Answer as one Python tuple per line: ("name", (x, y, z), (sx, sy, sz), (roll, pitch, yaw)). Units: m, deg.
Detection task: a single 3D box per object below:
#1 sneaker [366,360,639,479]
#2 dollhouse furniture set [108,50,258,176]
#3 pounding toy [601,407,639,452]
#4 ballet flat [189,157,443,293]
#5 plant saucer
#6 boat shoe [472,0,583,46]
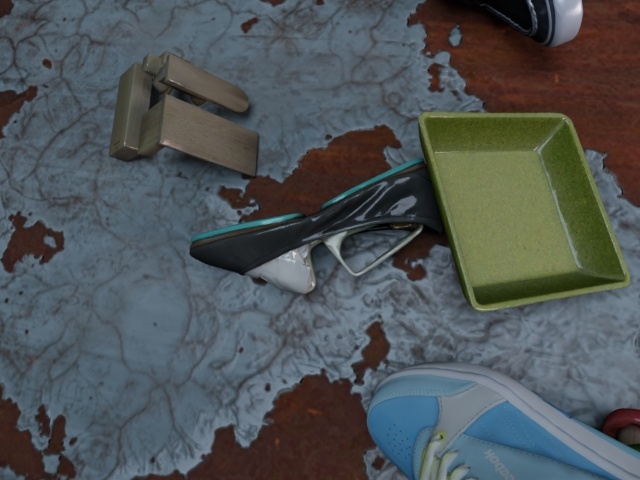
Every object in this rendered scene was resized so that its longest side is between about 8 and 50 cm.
("sneaker", (0.100, 0.187, 0.319), (0.318, 0.208, 0.127), (11, 106, 51))
("dollhouse furniture set", (-0.171, -0.148, 0.607), (0.151, 0.123, 0.144), (-12, 71, 45))
("pounding toy", (0.313, 0.199, 0.375), (0.236, 0.110, 0.183), (-26, 104, 40))
("ballet flat", (0.000, 0.000, 0.505), (0.280, 0.095, 0.096), (-19, 86, 6))
("plant saucer", (0.186, -0.031, 0.466), (0.188, 0.045, 0.189), (-5, 73, -21))
("boat shoe", (0.170, -0.321, 0.541), (0.102, 0.108, 0.301), (-26, 70, 4))
